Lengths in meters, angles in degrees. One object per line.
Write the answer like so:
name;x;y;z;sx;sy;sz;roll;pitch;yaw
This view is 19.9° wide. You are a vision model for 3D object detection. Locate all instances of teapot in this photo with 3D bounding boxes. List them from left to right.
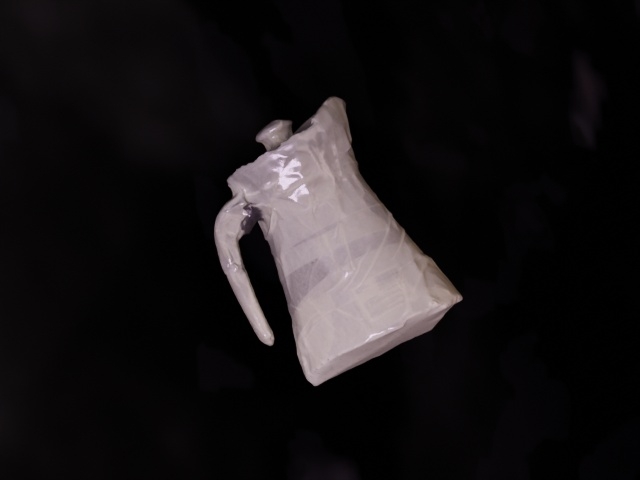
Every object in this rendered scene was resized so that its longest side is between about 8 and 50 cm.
teapot;0.000;0.000;0.587;0.067;0.057;0.083;-23;84;-20
